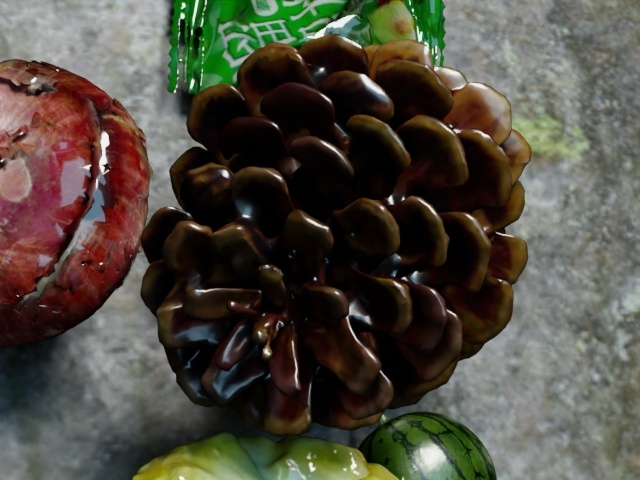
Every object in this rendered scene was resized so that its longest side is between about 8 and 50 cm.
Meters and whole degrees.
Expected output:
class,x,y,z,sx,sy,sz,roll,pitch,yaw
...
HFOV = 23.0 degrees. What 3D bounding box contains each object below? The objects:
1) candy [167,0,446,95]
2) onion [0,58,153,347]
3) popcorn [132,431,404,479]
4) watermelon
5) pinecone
class,x,y,z,sx,sy,sz,roll,pitch,yaw
candy,-0.009,-0.159,1.136,0.203,0.078,0.141,4,58,-12
onion,-0.183,-0.015,0.971,0.184,0.147,0.184,-6,64,12
popcorn,-0.037,0.213,0.913,0.221,0.184,0.204,-10,115,-18
watermelon,0.065,0.158,1.034,0.109,0.109,0.109,9,67,-22
pinecone,-0.003,0.002,0.946,0.246,0.246,0.292,48,27,-2
